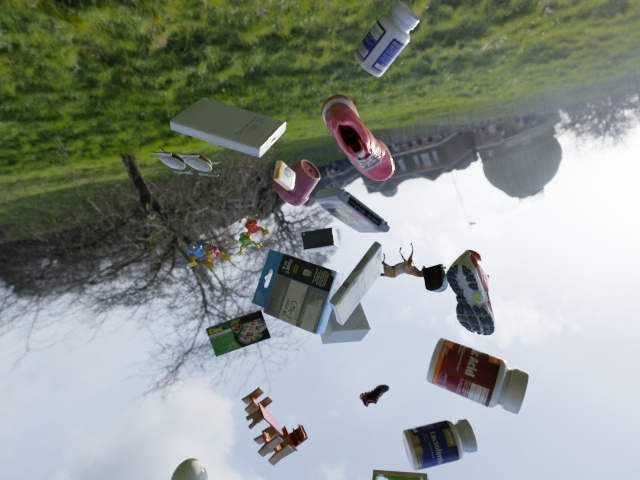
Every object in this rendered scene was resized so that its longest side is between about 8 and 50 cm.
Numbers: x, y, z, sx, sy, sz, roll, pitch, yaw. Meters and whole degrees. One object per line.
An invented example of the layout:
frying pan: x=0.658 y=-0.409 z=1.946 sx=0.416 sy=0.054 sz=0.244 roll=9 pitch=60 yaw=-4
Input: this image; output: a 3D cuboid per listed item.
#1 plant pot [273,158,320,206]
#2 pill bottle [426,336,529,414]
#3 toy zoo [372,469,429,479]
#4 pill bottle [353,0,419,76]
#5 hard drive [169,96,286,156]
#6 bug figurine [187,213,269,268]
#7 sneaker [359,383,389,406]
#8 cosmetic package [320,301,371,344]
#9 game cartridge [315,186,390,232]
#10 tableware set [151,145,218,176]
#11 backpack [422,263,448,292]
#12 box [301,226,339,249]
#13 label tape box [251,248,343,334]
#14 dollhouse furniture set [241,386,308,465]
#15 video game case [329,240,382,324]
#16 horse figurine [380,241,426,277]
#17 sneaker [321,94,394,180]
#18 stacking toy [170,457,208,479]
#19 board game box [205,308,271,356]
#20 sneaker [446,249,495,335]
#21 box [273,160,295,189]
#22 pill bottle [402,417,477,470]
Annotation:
plant pot: x=-0.107 y=-0.302 z=2.008 sx=0.180 sy=0.201 sz=0.201 roll=-40 pitch=-172 yaw=29
pill bottle: x=0.699 y=0.606 z=1.794 sx=0.393 sy=0.223 sz=0.224 roll=16 pitch=-144 yaw=24
toy zoo: x=0.244 y=0.892 z=1.263 sx=0.193 sy=0.030 sz=0.293 roll=-10 pitch=-142 yaw=23
pill bottle: x=0.196 y=-0.595 z=1.181 sx=0.187 sy=0.112 sz=0.112 roll=-44 pitch=-178 yaw=37
hard drive: x=-0.337 y=-0.428 z=1.489 sx=0.354 sy=0.047 sz=0.233 roll=19 pitch=-136 yaw=9
bug figurine: x=-0.313 y=0.008 z=1.345 sx=0.279 sy=0.072 sz=0.216 roll=-24 pitch=167 yaw=-12
sneaker: x=0.206 y=0.578 z=1.481 sx=0.120 sy=0.047 sz=0.057 roll=-28 pitch=-145 yaw=2
cosmetic package: x=0.102 y=0.394 z=2.042 sx=0.225 sy=0.138 sz=0.223 roll=1 pitch=-132 yaw=-25
game cartridge: x=0.124 y=-0.116 z=1.638 sx=0.196 sy=0.294 sz=0.060 roll=8 pitch=-112 yaw=61
tableware set: x=-0.440 y=-0.266 z=1.312 sx=0.195 sy=0.128 sz=0.039 roll=8 pitch=-110 yaw=21
backpack: x=0.516 y=0.172 z=1.769 sx=0.105 sy=0.084 sz=0.114 roll=-21 pitch=-122 yaw=43
box: x=0.000 y=0.000 z=1.974 sx=0.156 sy=0.093 sz=0.158 roll=-9 pitch=171 yaw=9
label tape box: x=-0.111 y=0.183 z=1.512 sx=0.334 sy=0.240 sz=0.106 roll=17 pitch=177 yaw=21
dollhouse furniture set: x=-0.171 y=0.735 z=1.579 sx=0.135 sy=0.259 sz=0.262 roll=-35 pitch=-147 yaw=-6
video game case: x=0.104 y=0.126 z=1.120 sx=0.206 sy=0.026 sz=0.227 roll=-51 pitch=160 yaw=-15
horse figurine: x=0.359 y=0.116 z=1.881 sx=0.264 sy=0.174 sz=0.066 roll=-16 pitch=-161 yaw=16
sneaker: x=0.109 y=-0.256 z=1.132 sx=0.116 sy=0.314 sz=0.136 roll=-31 pitch=-141 yaw=22
stacking toy: x=-0.442 y=0.935 z=1.237 sx=0.352 sy=0.478 sz=0.350 roll=2 pitch=169 yaw=0
board game box: x=-0.360 y=0.408 z=1.763 sx=0.260 sy=0.136 sz=0.030 roll=-18 pitch=-174 yaw=0
sneaker: x=0.437 y=0.147 z=1.107 sx=0.108 sy=0.278 sz=0.118 roll=6 pitch=-141 yaw=42
box: x=-0.146 y=-0.264 z=1.653 sx=0.028 sy=0.081 sz=0.136 roll=2 pitch=165 yaw=23
pill bottle: x=0.474 y=0.806 z=1.594 sx=0.265 sy=0.153 sz=0.153 roll=-13 pitch=-164 yaw=-2
